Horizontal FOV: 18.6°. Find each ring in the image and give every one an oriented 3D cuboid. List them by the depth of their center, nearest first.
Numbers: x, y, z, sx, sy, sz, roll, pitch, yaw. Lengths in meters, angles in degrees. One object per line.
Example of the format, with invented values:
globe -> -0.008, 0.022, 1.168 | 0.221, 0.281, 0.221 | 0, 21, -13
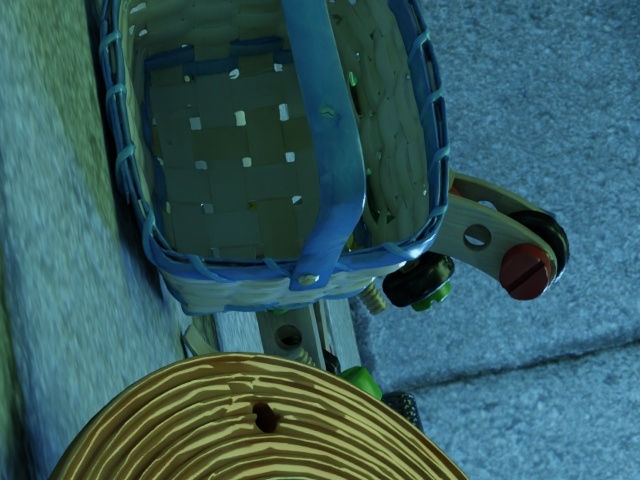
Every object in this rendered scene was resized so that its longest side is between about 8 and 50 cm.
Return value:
ring -> 0.007, 0.203, 0.768 | 0.337, 0.032, 0.336 | 32, 42, -34

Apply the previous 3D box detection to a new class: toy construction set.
toy construction set -> 0.000, 0.000, 1.369 | 0.237, 0.257, 0.309 | 56, 41, -14

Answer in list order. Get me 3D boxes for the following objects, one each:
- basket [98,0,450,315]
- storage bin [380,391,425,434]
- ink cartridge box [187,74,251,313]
basket -> -0.027, -0.093, 1.150 | 0.289, 0.201, 0.254 | 98, -17, -71
storage bin -> 0.051, 0.234, 1.975 | 0.180, 0.122, 0.084 | 72, 6, -60
ink cartridge box -> -0.069, -0.034, 1.606 | 0.224, 0.056, 0.181 | 131, -54, -88
